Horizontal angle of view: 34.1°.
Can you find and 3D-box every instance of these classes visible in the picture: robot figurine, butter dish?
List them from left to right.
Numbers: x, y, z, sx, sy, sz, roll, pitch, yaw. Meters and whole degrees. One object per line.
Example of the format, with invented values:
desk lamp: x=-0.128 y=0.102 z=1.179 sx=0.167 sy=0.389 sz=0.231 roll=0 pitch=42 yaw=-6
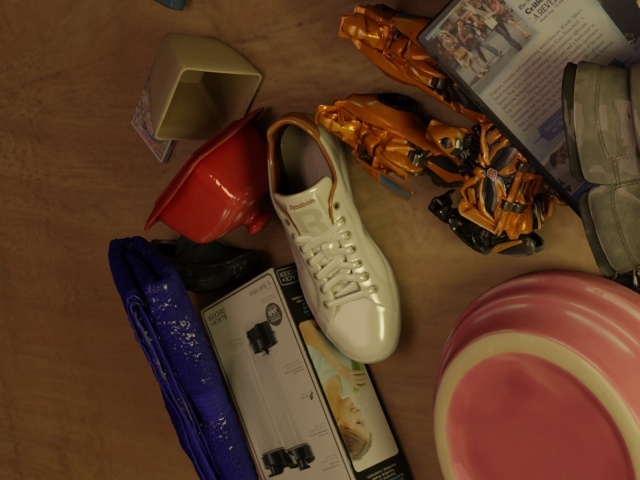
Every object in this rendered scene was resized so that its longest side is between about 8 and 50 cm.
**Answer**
butter dish: x=-0.110 y=-0.056 z=1.255 sx=0.118 sy=0.160 sz=0.160 roll=45 pitch=133 yaw=-1
robot figurine: x=0.125 y=-0.108 z=1.015 sx=0.291 sy=0.085 sz=0.211 roll=37 pitch=126 yaw=35

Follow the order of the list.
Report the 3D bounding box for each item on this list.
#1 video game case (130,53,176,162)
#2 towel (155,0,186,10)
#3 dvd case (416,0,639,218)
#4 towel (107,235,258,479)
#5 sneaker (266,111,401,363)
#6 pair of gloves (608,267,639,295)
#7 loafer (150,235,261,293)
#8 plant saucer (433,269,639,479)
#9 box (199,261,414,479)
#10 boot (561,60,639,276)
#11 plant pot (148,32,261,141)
video game case: x=-0.214 y=-0.178 z=1.411 sx=0.087 sy=0.011 sz=0.122 roll=51 pitch=132 yaw=25
towel: x=-0.183 y=-0.356 z=1.319 sx=0.067 sy=0.029 sz=0.120 roll=36 pitch=123 yaw=30
dvd case: x=0.224 y=-0.139 z=0.861 sx=0.253 sy=0.022 sz=0.180 roll=48 pitch=118 yaw=2
towel: x=-0.185 y=0.157 z=1.314 sx=0.227 sy=0.076 sz=0.308 roll=29 pitch=140 yaw=63
sneaker: x=0.000 y=0.000 z=1.131 sx=0.105 sy=0.123 sz=0.290 roll=-22 pitch=83 yaw=17
pair of gloves: x=0.293 y=0.038 z=0.930 sx=0.083 sy=0.010 sz=0.074 roll=2 pitch=103 yaw=49
loafer: x=-0.160 y=0.025 z=1.357 sx=0.223 sy=0.076 sz=0.078 roll=-5 pitch=104 yaw=51
plant saucer: x=0.225 y=0.196 z=0.983 sx=0.332 sy=0.084 sz=0.332 roll=18 pitch=115 yaw=45
box: x=-0.021 y=0.184 z=1.243 sx=0.169 sy=0.087 sz=0.290 roll=-32 pitch=76 yaw=46
boot: x=0.282 y=-0.133 z=0.767 sx=0.222 sy=0.118 sz=0.338 roll=0 pitch=101 yaw=27
plant pot: x=-0.154 y=-0.194 z=1.280 sx=0.096 sy=0.109 sz=0.109 roll=60 pitch=136 yaw=34
